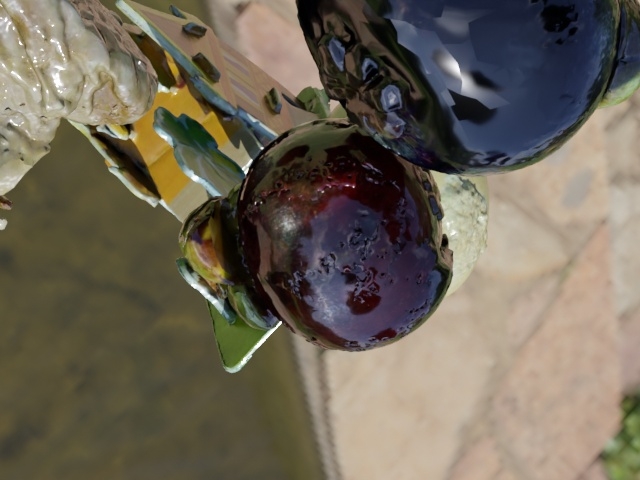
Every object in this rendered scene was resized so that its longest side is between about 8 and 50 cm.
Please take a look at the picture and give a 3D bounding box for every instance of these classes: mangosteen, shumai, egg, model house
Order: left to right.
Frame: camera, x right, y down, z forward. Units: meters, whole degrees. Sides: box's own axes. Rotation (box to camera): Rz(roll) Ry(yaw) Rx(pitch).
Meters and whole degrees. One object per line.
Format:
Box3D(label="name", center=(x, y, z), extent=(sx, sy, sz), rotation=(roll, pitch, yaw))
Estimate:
Box3D(label="shumai", center=(-0.308, -0.148, 1.590), extent=(0.262, 0.267, 0.314), rotation=(-40, 150, 0))
Box3D(label="model house", center=(-0.149, -0.080, 2.100), extent=(0.312, 0.358, 0.242), rotation=(32, 111, -27))
Box3D(label="mangosteen", center=(0.000, 0.000, 1.377), extent=(0.180, 0.166, 0.166), rotation=(-12, 148, 19))
Box3D(label="egg", center=(0.072, -0.041, 1.760), extent=(0.164, 0.164, 0.202), rotation=(-17, 96, -34))
Box3D(label="mangosteen", center=(0.100, -0.155, 1.262), extent=(0.243, 0.243, 0.243), rotation=(-26, 139, -26))
